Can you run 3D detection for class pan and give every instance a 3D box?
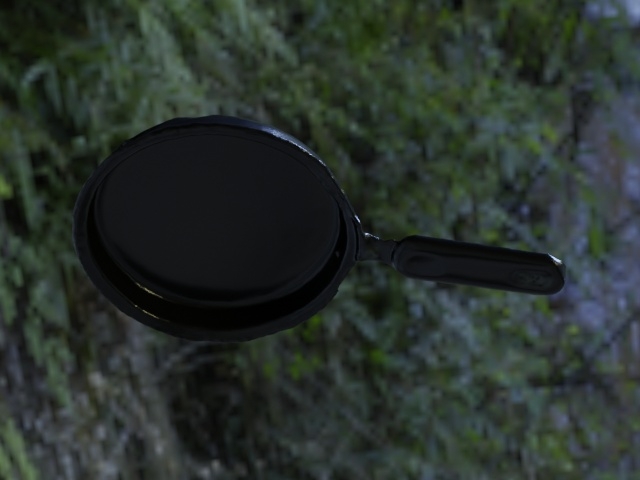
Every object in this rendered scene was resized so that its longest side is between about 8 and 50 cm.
[{"bbox_3d":[0.000,0.000,0.908,0.235,0.136,0.028,7,41,0],"label":"pan"}]
